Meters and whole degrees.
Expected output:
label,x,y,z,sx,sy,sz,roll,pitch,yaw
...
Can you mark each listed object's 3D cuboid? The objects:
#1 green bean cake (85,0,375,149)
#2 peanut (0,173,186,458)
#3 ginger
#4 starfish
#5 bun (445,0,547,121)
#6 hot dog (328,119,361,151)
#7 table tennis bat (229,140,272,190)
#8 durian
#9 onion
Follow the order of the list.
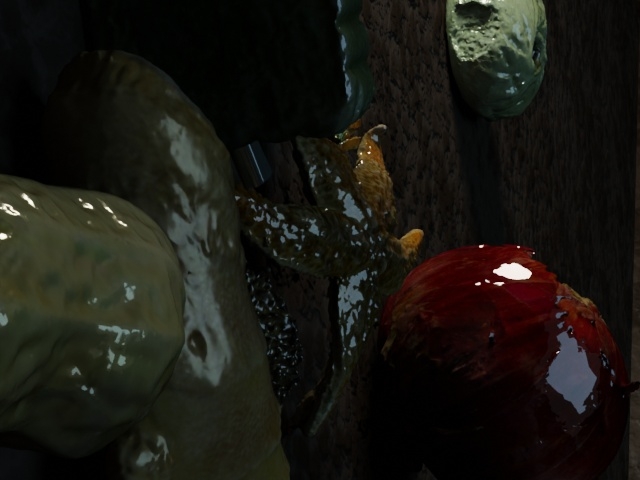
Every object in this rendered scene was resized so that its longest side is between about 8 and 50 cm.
label,x,y,z,sx,sy,sz,roll,pitch,yaw
green bean cake,-0.063,-0.157,1.236,0.094,0.183,0.185,-38,119,-71
peanut,-0.160,0.040,0.921,0.313,0.152,0.152,17,68,-70
ginger,-0.102,0.050,1.157,0.190,0.126,0.354,-30,111,-60
starfish,0.009,0.001,1.545,0.375,0.094,0.327,27,61,-56
bun,0.235,-0.256,2.330,0.221,0.108,0.221,-7,90,-73
hot dog,0.021,-0.102,1.753,0.083,0.021,0.037,-12,106,-73
table tennis bat,-0.088,-0.138,1.372,0.220,0.019,0.130,67,25,-19
durian,-0.059,0.087,1.320,0.148,0.091,0.188,59,32,-53
onion,0.173,0.139,1.809,0.276,0.276,0.276,-6,90,-72
